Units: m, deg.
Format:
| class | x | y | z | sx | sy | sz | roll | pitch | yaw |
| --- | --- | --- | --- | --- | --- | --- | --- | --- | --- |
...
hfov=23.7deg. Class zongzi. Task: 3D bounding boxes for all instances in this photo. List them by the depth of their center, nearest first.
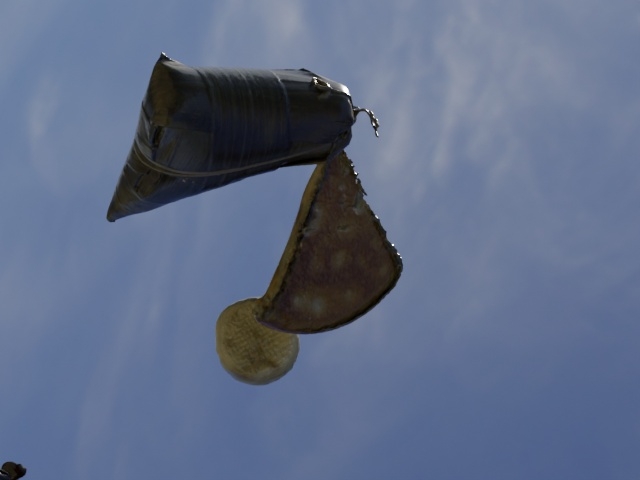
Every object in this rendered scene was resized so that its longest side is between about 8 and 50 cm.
| class | x | y | z | sx | sy | sz | roll | pitch | yaw |
| --- | --- | --- | --- | --- | --- | --- | --- | --- | --- |
| zongzi | -0.069 | -0.068 | 1.254 | 0.184 | 0.187 | 0.084 | 119 | -34 | -49 |

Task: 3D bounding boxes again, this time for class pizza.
| class | x | y | z | sx | sy | sz | roll | pitch | yaw |
| --- | --- | --- | --- | --- | --- | --- | --- | --- | --- |
| pizza | 0.000 | 0.000 | 1.345 | 0.036 | 0.176 | 0.184 | 10 | -150 | 40 |

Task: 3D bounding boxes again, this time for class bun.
| class | x | y | z | sx | sy | sz | roll | pitch | yaw |
| --- | --- | --- | --- | --- | --- | --- | --- | --- | --- |
| bun | -0.061 | 0.098 | 1.452 | 0.055 | 0.086 | 0.086 | 121 | -12 | -72 |

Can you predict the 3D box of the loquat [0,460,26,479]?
| class | x | y | z | sx | sy | sz | roll | pitch | yaw |
| --- | --- | --- | --- | --- | --- | --- | --- | --- | --- |
| loquat | -0.269 | 0.282 | 1.161 | 0.244 | 0.244 | 0.244 | -35 | -141 | 36 |
